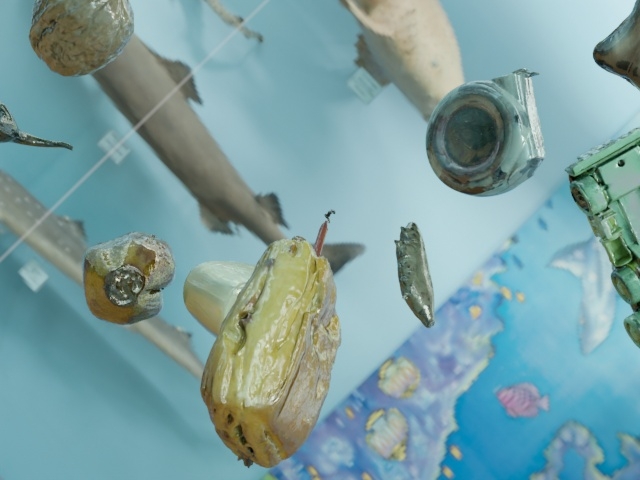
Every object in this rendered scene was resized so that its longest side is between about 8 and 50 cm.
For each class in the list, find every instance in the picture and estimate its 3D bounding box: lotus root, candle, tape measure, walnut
[{"bbox_3d":[-0.384,0.083,1.764,0.180,0.199,0.188,-169,-118,-76],"label":"lotus root"},{"bbox_3d":[-0.001,-0.001,1.764,0.026,0.167,0.021,11,-35,11],"label":"candle"},{"bbox_3d":[0.374,-0.227,1.925,0.147,0.275,0.257,4,76,-49],"label":"tape measure"},{"bbox_3d":[-0.427,-0.383,1.528,0.178,0.230,0.178,27,46,-32],"label":"walnut"}]

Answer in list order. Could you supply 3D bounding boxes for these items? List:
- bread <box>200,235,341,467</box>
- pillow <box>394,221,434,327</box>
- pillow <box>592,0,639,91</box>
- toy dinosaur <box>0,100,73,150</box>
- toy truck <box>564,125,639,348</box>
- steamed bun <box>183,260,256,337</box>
[{"bbox_3d":[-0.044,0.138,1.018,0.099,0.235,0.211,13,-35,18],"label":"bread"},{"bbox_3d":[0.189,0.063,1.780,0.093,0.051,0.241,17,57,-39],"label":"pillow"},{"bbox_3d":[0.337,-0.208,0.860,0.091,0.055,0.136,65,-31,33],"label":"pillow"},{"bbox_3d":[-0.539,-0.183,1.496,0.179,0.087,0.187,37,1,-7],"label":"toy dinosaur"},{"bbox_3d":[0.383,-0.005,1.059,0.260,0.128,0.135,61,-1,-18],"label":"toy truck"},{"bbox_3d":[-0.124,0.129,1.612,0.250,0.155,0.200,12,6,-40],"label":"steamed bun"}]
